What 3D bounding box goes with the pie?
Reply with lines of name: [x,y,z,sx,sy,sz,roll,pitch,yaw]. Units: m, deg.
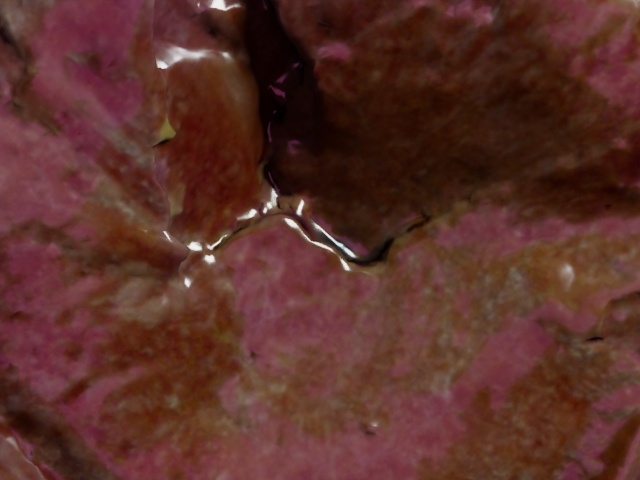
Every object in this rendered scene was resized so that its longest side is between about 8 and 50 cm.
pie: [0.000,0.000,0.397,0.182,0.049,0.182,-2,102,-10]
